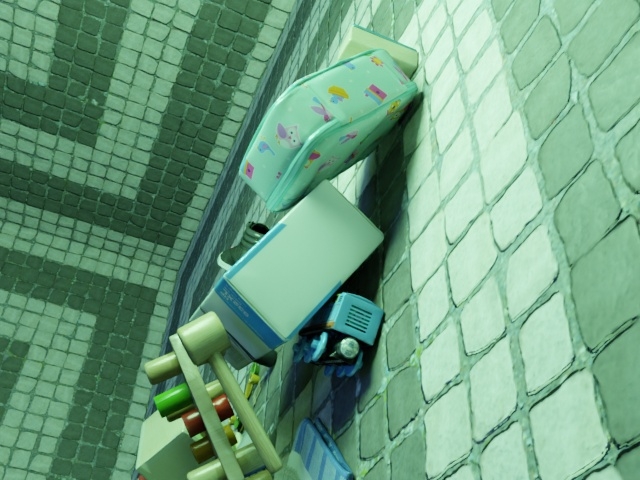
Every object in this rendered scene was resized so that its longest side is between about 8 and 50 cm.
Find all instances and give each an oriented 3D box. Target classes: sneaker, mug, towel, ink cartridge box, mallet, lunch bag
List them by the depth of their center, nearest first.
[{"bbox_3d":[-0.035,0.407,0.985,0.209,0.034,0.285,-150,78,-74],"label":"towel"},{"bbox_3d":[0.015,-0.165,1.098,0.279,0.108,0.224,-33,-14,-39],"label":"lunch bag"},{"bbox_3d":[-0.066,0.065,1.117,0.223,0.129,0.307,-46,1,-26],"label":"ink cartridge box"},{"bbox_3d":[-0.124,0.375,1.285,0.078,0.062,0.064,-13,52,65],"label":"mug"},{"bbox_3d":[-0.090,0.168,1.456,0.190,0.062,0.039,-63,11,-26],"label":"mallet"},{"bbox_3d":[-0.175,0.022,1.792,0.147,0.104,0.296,-70,21,1],"label":"sneaker"}]

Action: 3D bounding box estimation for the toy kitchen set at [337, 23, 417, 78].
[{"bbox_3d":[0.070,-0.310,1.253,0.207,0.122,0.166,128,155,-51],"label":"toy kitchen set"}]

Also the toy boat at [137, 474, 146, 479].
[{"bbox_3d":[-0.319,0.564,1.431,0.151,0.151,0.231,-116,9,-69],"label":"toy boat"}]

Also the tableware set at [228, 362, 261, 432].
[{"bbox_3d":[-0.164,0.341,1.525,0.104,0.024,0.154,-104,35,-63],"label":"tableware set"}]

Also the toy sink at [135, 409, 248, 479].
[{"bbox_3d":[-0.226,0.430,1.391,0.131,0.234,0.153,-39,20,6],"label":"toy sink"}]

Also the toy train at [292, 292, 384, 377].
[{"bbox_3d":[0.021,0.136,1.020,0.105,0.080,0.184,-67,11,-16],"label":"toy train"}]

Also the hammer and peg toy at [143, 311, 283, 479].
[{"bbox_3d":[-0.167,0.278,1.080,0.266,0.127,0.361,60,163,26],"label":"hammer and peg toy"}]
